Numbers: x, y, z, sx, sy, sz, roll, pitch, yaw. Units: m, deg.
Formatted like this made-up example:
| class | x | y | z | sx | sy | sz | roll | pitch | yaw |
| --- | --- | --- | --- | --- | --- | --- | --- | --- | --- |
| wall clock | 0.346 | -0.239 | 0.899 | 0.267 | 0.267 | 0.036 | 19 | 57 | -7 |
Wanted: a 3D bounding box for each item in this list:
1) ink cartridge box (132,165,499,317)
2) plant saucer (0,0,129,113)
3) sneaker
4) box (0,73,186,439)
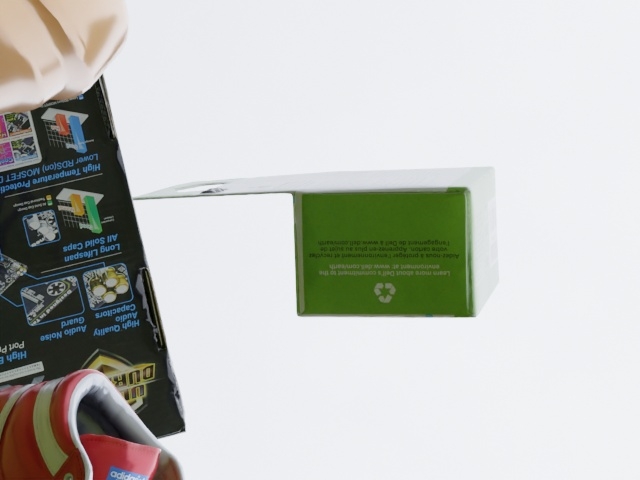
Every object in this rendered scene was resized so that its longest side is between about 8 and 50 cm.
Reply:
| class | x | y | z | sx | sy | sz | roll | pitch | yaw |
| --- | --- | --- | --- | --- | --- | --- | --- | --- | --- |
| ink cartridge box | 0.000 | 0.000 | 1.325 | 0.255 | 0.189 | 0.097 | -2 | -84 | 12 |
| plant saucer | -0.130 | -0.079 | 0.332 | 0.200 | 0.200 | 0.037 | 18 | -106 | 48 |
| sneaker | -0.064 | 0.089 | 0.428 | 0.067 | 0.042 | 0.118 | -23 | -110 | 26 |
| box | -0.255 | 0.009 | 1.050 | 0.073 | 0.295 | 0.293 | -148 | -136 | -78 |
